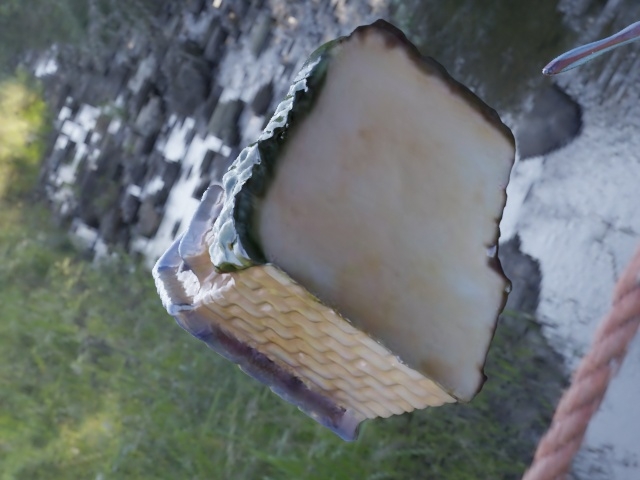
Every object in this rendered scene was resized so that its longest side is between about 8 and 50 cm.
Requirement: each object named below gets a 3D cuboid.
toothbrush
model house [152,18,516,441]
[{"bbox_3d":[0.237,-0.158,0.907,0.019,0.193,0.013,5,117,56],"label":"toothbrush"},{"bbox_3d":[0.000,0.000,0.682,0.172,0.166,0.183,-30,30,52],"label":"model house"}]
